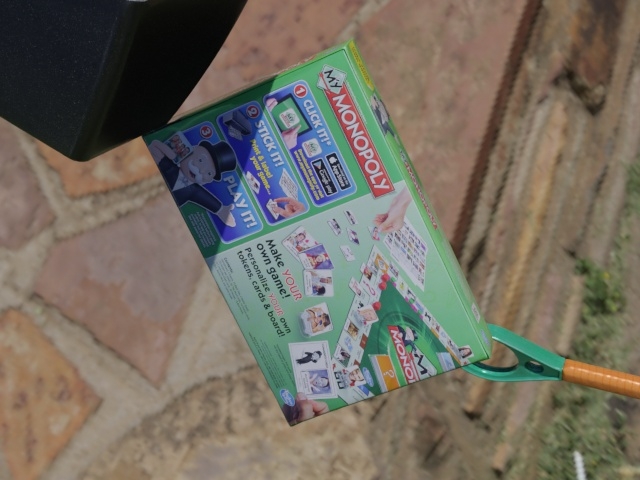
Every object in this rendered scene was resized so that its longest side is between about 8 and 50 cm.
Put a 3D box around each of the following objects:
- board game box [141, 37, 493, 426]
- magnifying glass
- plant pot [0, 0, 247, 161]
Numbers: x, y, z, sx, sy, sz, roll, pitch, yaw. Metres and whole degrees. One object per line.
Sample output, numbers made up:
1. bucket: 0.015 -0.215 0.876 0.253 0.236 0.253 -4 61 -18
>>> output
1. board game box: 0.000 0.000 1.243 0.213 0.317 0.046 -21 14 18
2. magnifying glass: 0.258 0.146 1.558 0.231 0.092 0.026 11 53 17
3. plant pot: -0.183 -0.173 1.054 0.187 0.188 0.167 30 121 16
